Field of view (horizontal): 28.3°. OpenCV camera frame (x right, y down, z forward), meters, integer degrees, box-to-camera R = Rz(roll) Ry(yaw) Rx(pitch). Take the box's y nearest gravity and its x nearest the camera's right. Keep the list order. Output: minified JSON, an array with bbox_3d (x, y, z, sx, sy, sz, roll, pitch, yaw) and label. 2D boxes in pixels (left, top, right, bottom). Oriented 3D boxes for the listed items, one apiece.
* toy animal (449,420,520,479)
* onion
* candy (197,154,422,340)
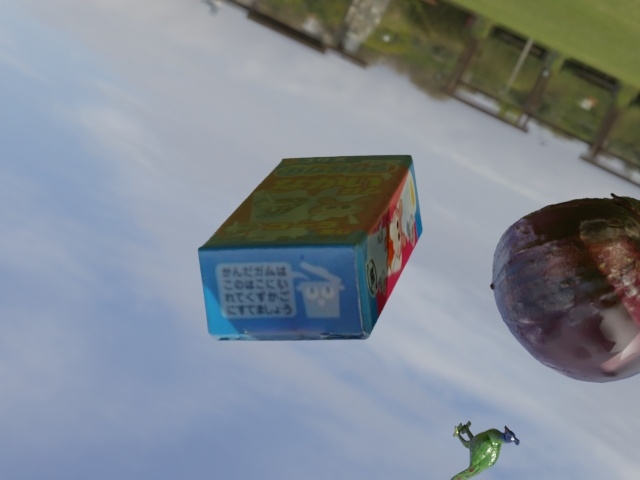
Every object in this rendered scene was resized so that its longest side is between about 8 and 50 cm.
[{"bbox_3d":[0.210,0.309,1.842,0.041,0.217,0.075,-11,-117,-40],"label":"toy animal"},{"bbox_3d":[0.420,0.093,1.983,0.282,0.260,0.336,-18,159,28],"label":"onion"},{"bbox_3d":[0.000,-0.001,1.277,0.157,0.100,0.306,-2,-162,16],"label":"candy"}]
